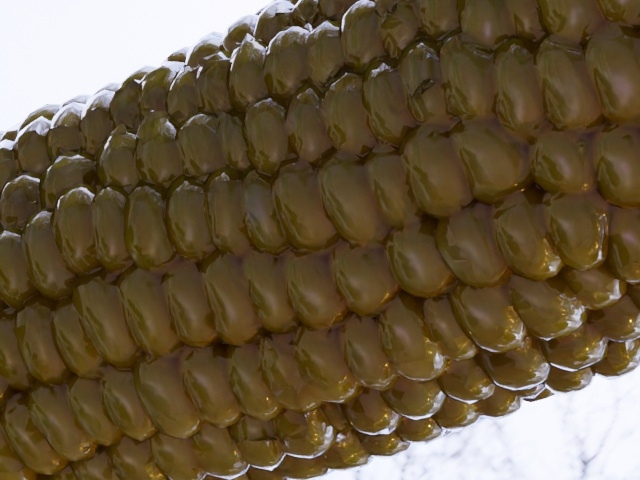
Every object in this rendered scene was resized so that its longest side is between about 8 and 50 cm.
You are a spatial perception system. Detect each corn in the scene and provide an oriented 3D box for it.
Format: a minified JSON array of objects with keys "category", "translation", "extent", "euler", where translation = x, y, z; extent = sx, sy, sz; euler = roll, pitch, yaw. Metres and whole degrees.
[{"category":"corn","translation":[0.000,0.000,0.383],"extent":[0.293,0.106,0.106],"euler":[-23,-87,21]}]
